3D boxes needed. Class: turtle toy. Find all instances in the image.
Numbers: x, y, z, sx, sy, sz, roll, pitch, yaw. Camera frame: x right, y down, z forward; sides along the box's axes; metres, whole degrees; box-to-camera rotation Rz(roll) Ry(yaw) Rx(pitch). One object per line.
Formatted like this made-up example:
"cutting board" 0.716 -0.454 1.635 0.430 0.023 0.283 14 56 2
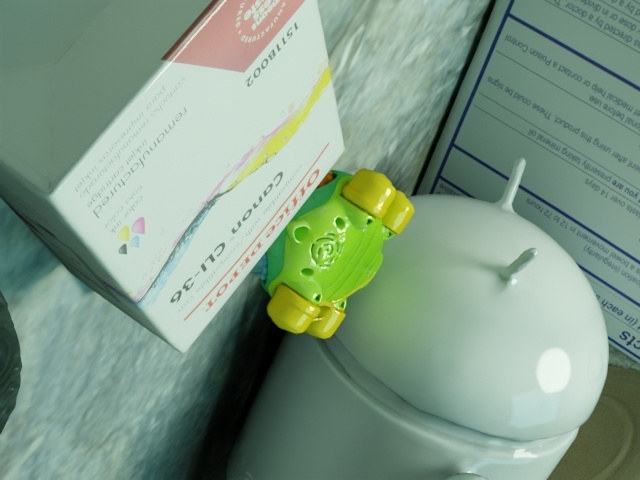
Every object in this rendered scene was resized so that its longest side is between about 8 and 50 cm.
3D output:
"turtle toy" 0.000 0.000 0.608 0.095 0.066 0.130 -56 163 2

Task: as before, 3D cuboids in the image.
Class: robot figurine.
"robot figurine" 0.061 0.116 0.751 0.300 0.200 0.353 -102 -149 -56

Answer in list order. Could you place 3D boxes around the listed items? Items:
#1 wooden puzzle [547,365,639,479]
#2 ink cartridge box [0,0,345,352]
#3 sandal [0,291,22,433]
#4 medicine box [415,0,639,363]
"wooden puzzle" 0.126 0.226 0.919 0.322 0.348 0.080 -47 124 -26
"ink cartridge box" -0.052 -0.035 0.410 0.115 0.067 0.198 -52 162 -13
"sandal" -0.164 0.043 0.194 0.167 0.107 0.446 -52 163 -6
"medicine box" 0.243 -0.080 0.764 0.149 0.263 0.289 -37 155 -44
